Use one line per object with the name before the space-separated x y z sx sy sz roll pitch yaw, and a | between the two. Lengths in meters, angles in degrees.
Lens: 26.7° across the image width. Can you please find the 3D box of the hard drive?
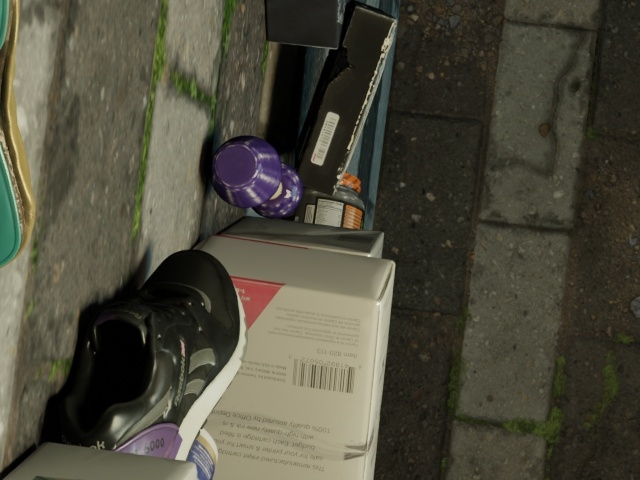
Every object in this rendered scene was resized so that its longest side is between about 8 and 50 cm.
hard drive | 0.030 -0.201 1.806 0.339 0.064 0.236 -98 -152 -79

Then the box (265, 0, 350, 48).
box | -0.009 -0.343 1.633 0.158 0.093 0.156 91 9 -47

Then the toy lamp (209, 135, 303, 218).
toy lamp | -0.069 -0.069 1.485 0.275 0.080 0.080 11 86 -84

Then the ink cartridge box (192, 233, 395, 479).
ink cartridge box | -0.042 0.155 1.394 0.117 0.207 0.282 -61 157 -67

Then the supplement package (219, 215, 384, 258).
supplement package | -0.032 0.133 1.576 0.177 0.175 0.292 -50 147 -78

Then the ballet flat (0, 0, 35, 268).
ballet flat | -0.186 -0.089 0.655 0.073 0.080 0.232 -118 -154 -49

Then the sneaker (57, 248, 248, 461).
sneaker | -0.130 0.083 1.076 0.283 0.107 0.124 -75 163 -48

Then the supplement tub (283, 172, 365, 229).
supplement tub | 0.000 0.000 1.931 0.117 0.117 0.190 71 26 -74

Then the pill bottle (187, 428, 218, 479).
pill bottle | -0.146 0.229 1.094 0.169 0.094 0.094 -75 169 -46

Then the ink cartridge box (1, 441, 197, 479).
ink cartridge box | -0.171 0.271 0.833 0.289 0.122 0.211 -47 144 -78
